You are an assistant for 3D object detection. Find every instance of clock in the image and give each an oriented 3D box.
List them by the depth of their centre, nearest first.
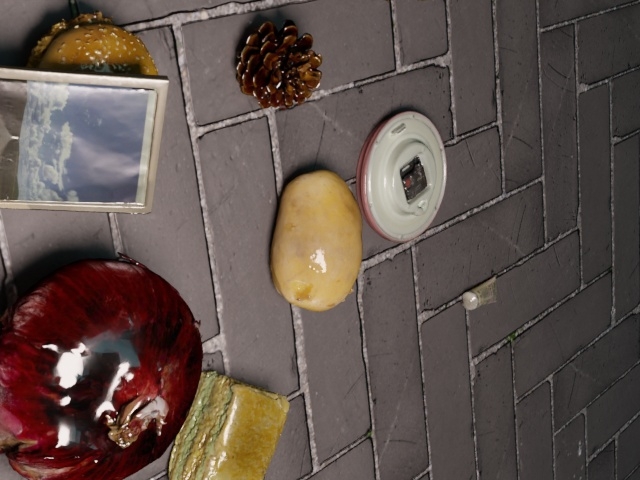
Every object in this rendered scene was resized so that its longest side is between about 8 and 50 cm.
[{"bbox_3d":[0.156,-0.117,1.815,0.244,0.056,0.244,-13,108,-46],"label":"clock"}]

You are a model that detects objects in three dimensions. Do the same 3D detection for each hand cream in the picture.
[{"bbox_3d":[0.344,0.114,2.092,0.143,0.039,0.061,-14,101,-56],"label":"hand cream"}]

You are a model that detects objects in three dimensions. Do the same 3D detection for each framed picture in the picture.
[{"bbox_3d":[-0.321,-0.120,1.186,0.260,0.023,0.189,2,120,-21],"label":"framed picture"}]

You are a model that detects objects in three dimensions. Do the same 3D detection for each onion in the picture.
[{"bbox_3d":[-0.277,0.172,1.254,0.314,0.232,0.313,-12,107,-45],"label":"onion"}]

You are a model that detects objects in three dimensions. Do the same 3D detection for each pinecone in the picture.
[{"bbox_3d":[-0.056,-0.264,1.497,0.140,0.121,0.140,-24,131,-31],"label":"pinecone"}]

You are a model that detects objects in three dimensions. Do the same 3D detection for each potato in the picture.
[{"bbox_3d":[0.000,0.000,1.613,0.150,0.146,0.233,4,95,-79],"label":"potato"}]

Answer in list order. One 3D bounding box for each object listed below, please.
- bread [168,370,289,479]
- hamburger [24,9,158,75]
[{"bbox_3d":[-0.144,0.312,1.532,0.138,0.102,0.196,33,75,-44],"label":"bread"},{"bbox_3d":[-0.288,-0.198,1.259,0.182,0.118,0.190,2,92,-50],"label":"hamburger"}]
